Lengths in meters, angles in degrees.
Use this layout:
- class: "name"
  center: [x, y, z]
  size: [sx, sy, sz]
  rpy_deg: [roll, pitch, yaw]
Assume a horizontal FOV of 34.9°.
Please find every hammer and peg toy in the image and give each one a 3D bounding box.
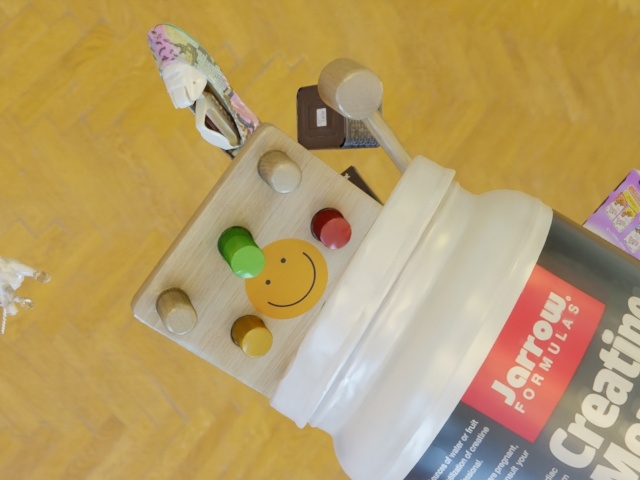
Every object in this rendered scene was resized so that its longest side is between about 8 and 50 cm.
- class: "hammer and peg toy"
  center: [0.000, 0.000, 1.118]
  size: [0.266, 0.127, 0.361]
  rpy_deg: [36, 94, -25]

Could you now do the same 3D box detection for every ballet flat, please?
- class: "ballet flat"
  center: [-0.153, -0.185, 1.338]
  size: [0.221, 0.077, 0.079]
  rpy_deg: [49, 44, -36]

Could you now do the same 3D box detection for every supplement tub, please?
- class: "supplement tub"
  center: [0.129, 0.091, 0.576]
  size: [0.191, 0.272, 0.191]
  rpy_deg: [-59, 177, -5]

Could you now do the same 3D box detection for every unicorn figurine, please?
- class: "unicorn figurine"
  center: [-0.295, 0.032, 0.908]
  size: [0.060, 0.111, 0.162]
  rpy_deg: [-56, 133, -17]

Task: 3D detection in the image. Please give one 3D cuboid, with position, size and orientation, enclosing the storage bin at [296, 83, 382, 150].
- class: "storage bin"
  center: [0.033, -0.232, 1.910]
  size: [0.084, 0.180, 0.122]
  rpy_deg: [-4, 95, -29]

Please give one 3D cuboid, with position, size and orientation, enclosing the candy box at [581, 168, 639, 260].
- class: "candy box"
  center: [0.374, 0.042, 1.237]
  size: [0.070, 0.165, 0.196]
  rpy_deg: [16, 126, -31]

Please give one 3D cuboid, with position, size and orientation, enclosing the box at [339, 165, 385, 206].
- class: "box"
  center: [0.028, 0.078, 2.003]
  size: [0.343, 0.312, 0.179]
  rpy_deg: [-37, 129, 5]
